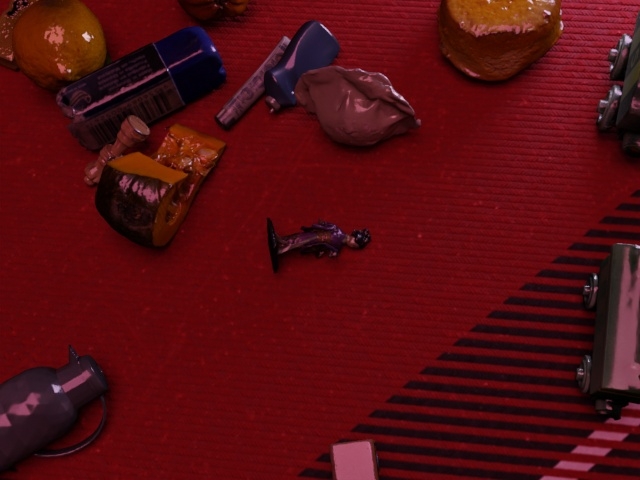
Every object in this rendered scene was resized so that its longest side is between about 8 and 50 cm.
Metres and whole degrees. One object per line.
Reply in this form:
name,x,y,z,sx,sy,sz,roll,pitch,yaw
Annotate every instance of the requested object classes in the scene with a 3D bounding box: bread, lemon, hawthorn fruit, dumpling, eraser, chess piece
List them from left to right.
bread,-0.639,-0.480,1.947,0.088,0.049,0.226,22,75,11
lemon,-0.531,-0.399,1.837,0.188,0.188,0.256,-25,43,-4
chess piece,-0.416,-0.174,1.806,0.172,0.060,0.060,-42,72,20
eraser,-0.359,-0.308,1.817,0.332,0.155,0.101,-29,71,-5
hawthorn fruit,-0.227,-0.554,1.879,0.189,0.189,0.189,-1,72,4
dumpling,0.070,-0.271,1.755,0.258,0.193,0.147,15,70,12
bread,0.360,-0.460,1.820,0.269,0.145,0.268,-2,68,4

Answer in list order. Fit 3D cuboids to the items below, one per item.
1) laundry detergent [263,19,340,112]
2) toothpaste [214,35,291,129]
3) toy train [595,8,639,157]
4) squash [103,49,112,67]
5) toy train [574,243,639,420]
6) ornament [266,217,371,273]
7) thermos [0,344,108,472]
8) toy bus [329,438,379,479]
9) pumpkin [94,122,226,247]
laundry detergent,-0.050,-0.348,1.850,0.097,0.061,0.206,41,79,-30
toothpaste,-0.129,-0.326,1.867,0.062,0.039,0.239,41,78,0
toy train,0.633,-0.313,1.704,0.167,0.238,0.299,13,75,5
squash,-0.459,-0.385,1.916,0.027,0.027,0.089,-20,71,-2
toy train,0.531,0.158,1.582,0.120,0.202,0.300,10,73,3
ornament,-0.002,0.007,1.730,0.203,0.088,0.081,0,50,-5
thermos,-0.520,0.324,1.642,0.287,0.145,0.182,-28,104,-6
toy bus,0.067,0.443,1.574,0.091,0.103,0.182,-7,72,2
pumpkin,-0.311,-0.129,1.739,0.139,0.190,0.280,23,75,12
